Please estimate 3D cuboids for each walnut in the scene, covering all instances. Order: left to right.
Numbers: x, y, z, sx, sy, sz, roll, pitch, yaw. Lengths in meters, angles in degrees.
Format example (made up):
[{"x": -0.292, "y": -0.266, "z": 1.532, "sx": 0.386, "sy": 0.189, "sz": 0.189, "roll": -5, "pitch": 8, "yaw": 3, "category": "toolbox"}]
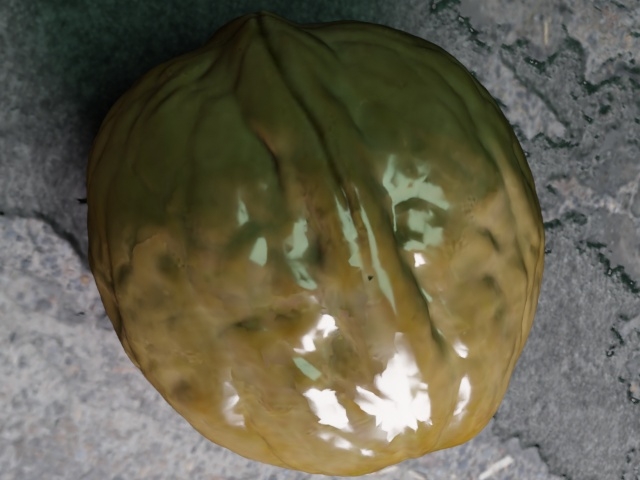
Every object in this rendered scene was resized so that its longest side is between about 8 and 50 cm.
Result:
[{"x": 0.000, "y": 0.001, "z": 0.885, "sx": 0.252, "sy": 0.277, "sz": 0.313, "roll": -62, "pitch": 140, "yaw": -53, "category": "walnut"}]
